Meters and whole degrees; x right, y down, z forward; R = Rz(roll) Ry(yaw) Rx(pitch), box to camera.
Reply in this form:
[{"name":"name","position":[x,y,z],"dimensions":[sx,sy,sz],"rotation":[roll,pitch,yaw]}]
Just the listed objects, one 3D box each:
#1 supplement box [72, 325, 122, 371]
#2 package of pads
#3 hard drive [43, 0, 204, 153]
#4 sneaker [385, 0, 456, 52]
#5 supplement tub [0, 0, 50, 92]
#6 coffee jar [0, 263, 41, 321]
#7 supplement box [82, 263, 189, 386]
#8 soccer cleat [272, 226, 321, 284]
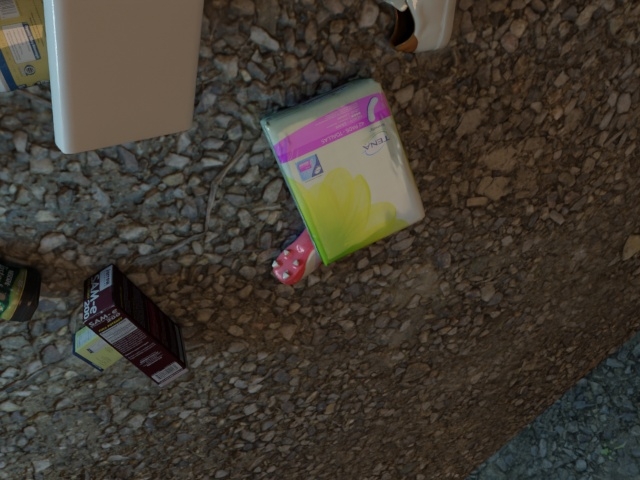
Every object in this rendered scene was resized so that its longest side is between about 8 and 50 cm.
[{"name":"supplement box","position":[-0.451,0.212,1.111],"dimensions":[0.083,0.056,0.083],"rotation":[-35,130,3]},{"name":"package of pads","position":[0.051,-0.132,1.010],"dimensions":[0.229,0.101,0.297],"rotation":[-25,111,-5]},{"name":"hard drive","position":[-0.247,-0.270,0.697],"dimensions":[0.203,0.040,0.308],"rotation":[-24,144,-40]},{"name":"sneaker","position":[0.162,-0.446,0.872],"dimensions":[0.123,0.106,0.290],"rotation":[-15,129,-16]},{"name":"supplement tub","position":[-0.364,-0.292,0.722],"dimensions":[0.199,0.144,0.144],"rotation":[-21,130,-21]},{"name":"coffee jar","position":[-0.587,0.078,0.932],"dimensions":[0.184,0.096,0.079],"rotation":[23,115,-35]},{"name":"supplement box","position":[-0.366,0.173,1.073],"dimensions":[0.073,0.130,0.239],"rotation":[-31,129,0]},{"name":"soccer cleat","position":[0.000,0.000,1.153],"dimensions":[0.248,0.083,0.095],"rotation":[-45,160,4]}]
